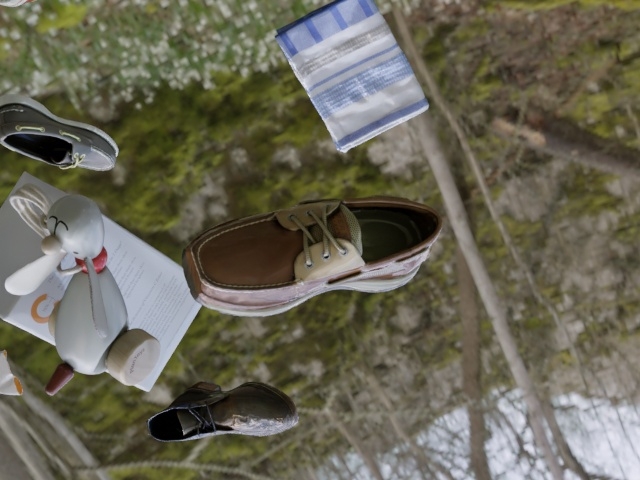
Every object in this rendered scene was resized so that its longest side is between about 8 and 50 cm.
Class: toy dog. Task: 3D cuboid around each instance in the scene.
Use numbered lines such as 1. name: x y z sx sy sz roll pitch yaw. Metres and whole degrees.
1. toy dog: -0.351 0.095 1.607 0.220 0.333 0.161 10 -134 40

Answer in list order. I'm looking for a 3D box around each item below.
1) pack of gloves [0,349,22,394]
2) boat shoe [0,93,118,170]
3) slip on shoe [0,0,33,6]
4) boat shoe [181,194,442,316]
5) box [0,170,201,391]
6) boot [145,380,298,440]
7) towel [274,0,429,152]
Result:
1. pack of gloves: -0.590 0.172 2.017 0.046 0.195 0.232 -23 -171 -38
2. boat shoe: -0.529 -0.194 2.316 0.109 0.305 0.091 -26 -121 29
3. slip on shoe: -0.398 -0.495 1.648 0.123 0.331 0.101 24 -164 14
4. boat shoe: 0.000 0.000 1.319 0.324 0.122 0.120 -10 159 -34
5. box: -0.381 0.073 1.895 0.168 0.345 0.215 25 -100 41
6. boot: -0.134 0.242 1.539 0.219 0.082 0.106 -6 -166 44
7. towel: 0.062 -0.327 2.237 0.209 0.285 0.034 -25 -155 14
